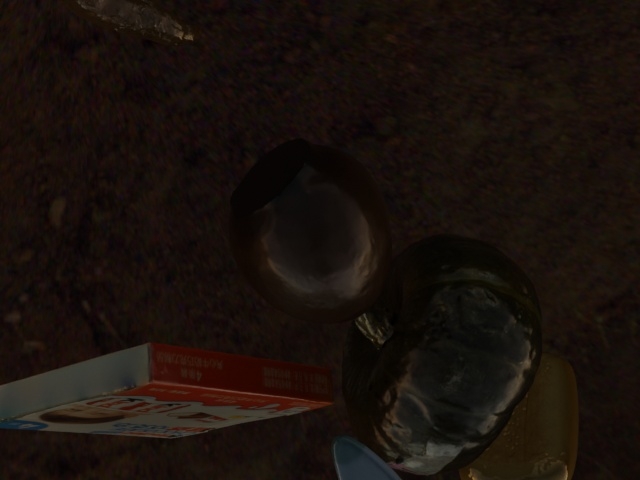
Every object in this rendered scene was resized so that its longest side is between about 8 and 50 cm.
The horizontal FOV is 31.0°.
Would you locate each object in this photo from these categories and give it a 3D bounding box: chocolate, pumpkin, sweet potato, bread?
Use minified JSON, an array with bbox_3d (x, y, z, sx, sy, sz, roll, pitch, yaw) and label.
[{"bbox_3d":[0.000,0.000,0.871,0.124,0.127,0.133,-39,115,23],"label":"chocolate"},{"bbox_3d":[0.109,0.106,1.205,0.189,0.260,0.260,20,100,-20],"label":"pumpkin"},{"bbox_3d":[-0.163,-0.183,0.804,0.050,0.050,0.214,-50,135,4],"label":"sweet potato"},{"bbox_3d":[0.246,0.235,1.423,0.147,0.217,0.098,-6,132,22],"label":"bread"}]

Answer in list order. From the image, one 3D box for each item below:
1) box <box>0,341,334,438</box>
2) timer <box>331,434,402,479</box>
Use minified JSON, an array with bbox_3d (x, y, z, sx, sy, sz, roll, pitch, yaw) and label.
[{"bbox_3d":[-0.171,0.168,1.237,0.273,0.265,0.048,14,65,-48],"label":"box"},{"bbox_3d":[0.070,0.259,0.727,0.175,0.175,0.255,-36,66,-1],"label":"timer"}]
